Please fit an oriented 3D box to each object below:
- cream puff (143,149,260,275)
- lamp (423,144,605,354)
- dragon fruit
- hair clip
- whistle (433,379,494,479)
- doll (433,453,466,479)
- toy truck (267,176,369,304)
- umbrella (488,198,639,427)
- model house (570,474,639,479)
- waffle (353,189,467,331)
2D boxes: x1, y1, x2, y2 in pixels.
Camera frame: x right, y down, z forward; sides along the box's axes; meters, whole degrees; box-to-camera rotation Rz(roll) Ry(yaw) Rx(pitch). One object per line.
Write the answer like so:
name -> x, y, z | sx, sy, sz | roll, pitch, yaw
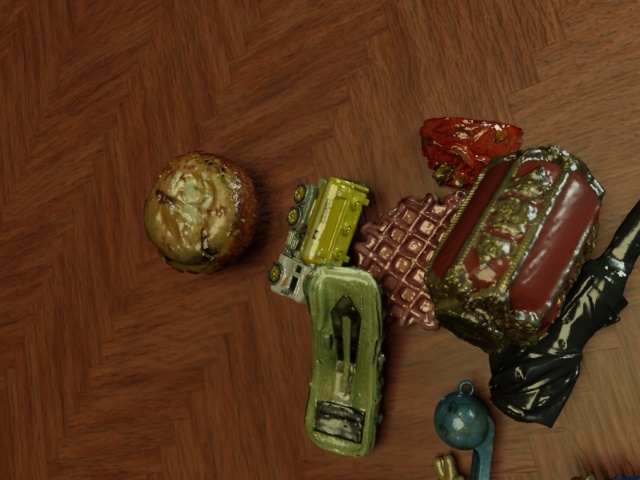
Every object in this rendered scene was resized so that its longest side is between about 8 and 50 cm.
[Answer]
cream puff -> -0.219, -0.048, 1.004 | 0.240, 0.164, 0.240 | -4, 77, 16
lamp -> 0.252, 0.009, 0.690 | 0.177, 0.177, 0.274 | 23, 73, 30
dragon fruit -> 0.214, -0.134, 0.807 | 0.162, 0.083, 0.106 | 11, 93, 28
hair clip -> 0.044, 0.186, 0.856 | 0.138, 0.091, 0.321 | 7, 108, 16
whistle -> 0.206, 0.281, 0.769 | 0.090, 0.090, 0.157 | 7, 90, 30
doll -> 0.202, 0.374, 0.792 | 0.061, 0.051, 0.093 | -44, 40, 46
toy truck -> 0.000, 0.000, 0.887 | 0.114, 0.098, 0.226 | 26, 98, 49
umbrella -> 0.339, 0.093, 0.697 | 0.118, 0.118, 0.340 | 37, 104, 27
model house -> 0.384, 0.350, 0.651 | 0.149, 0.119, 0.148 | 27, 100, 39
waffle -> 0.156, 0.034, 0.837 | 0.234, 0.055, 0.221 | -13, 78, 29
